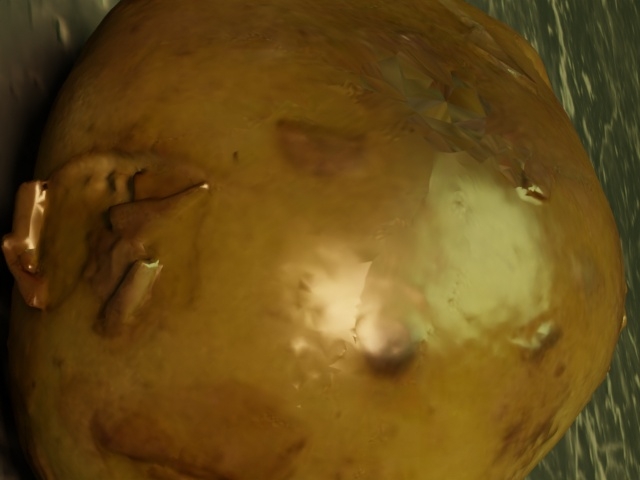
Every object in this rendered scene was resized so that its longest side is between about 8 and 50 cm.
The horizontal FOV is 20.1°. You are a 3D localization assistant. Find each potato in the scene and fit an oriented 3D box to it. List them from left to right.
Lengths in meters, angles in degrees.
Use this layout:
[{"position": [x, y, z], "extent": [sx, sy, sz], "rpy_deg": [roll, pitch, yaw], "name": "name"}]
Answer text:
[{"position": [0.000, 0.000, 0.405], "extent": [0.176, 0.137, 0.137], "rpy_deg": [-83, 155, -45], "name": "potato"}]
